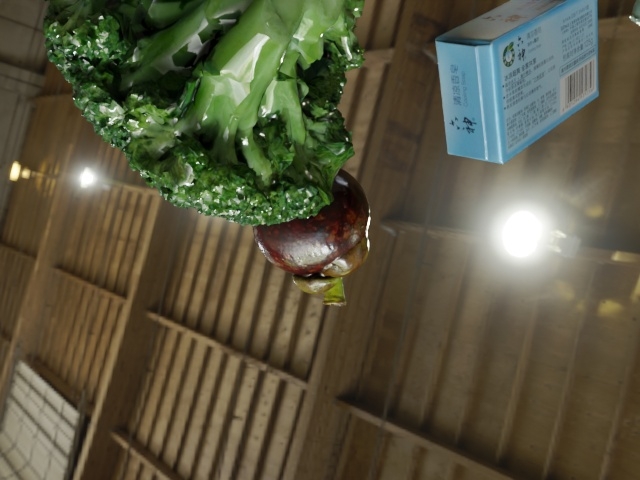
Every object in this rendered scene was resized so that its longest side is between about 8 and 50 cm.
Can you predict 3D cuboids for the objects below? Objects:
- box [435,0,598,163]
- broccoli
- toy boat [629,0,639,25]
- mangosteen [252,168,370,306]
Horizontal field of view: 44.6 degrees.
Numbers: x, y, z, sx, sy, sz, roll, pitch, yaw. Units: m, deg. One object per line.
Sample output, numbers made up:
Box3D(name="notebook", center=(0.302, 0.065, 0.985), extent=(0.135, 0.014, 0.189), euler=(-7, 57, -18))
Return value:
Box3D(name="box", center=(0.241, -0.204, 0.925), extent=(0.083, 0.232, 0.142), euler=(19, -49, 43))
Box3D(name="broccoli", center=(-0.060, -0.157, 0.552), extent=(0.245, 0.265, 0.294), euler=(1, -88, 58))
Box3D(name="toy boat", center=(0.528, -0.280, 1.082), extent=(0.079, 0.208, 0.134), euler=(-48, 179, 24))
Box3D(name="mangosteen", center=(0.005, -0.011, 0.970), extent=(0.146, 0.181, 0.156), euler=(-46, -155, 0))
